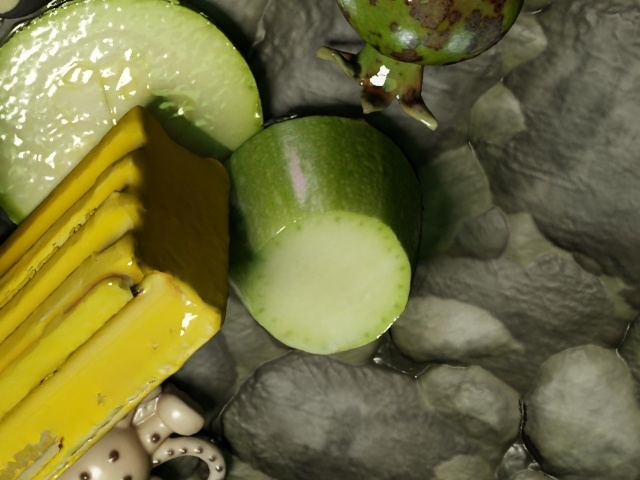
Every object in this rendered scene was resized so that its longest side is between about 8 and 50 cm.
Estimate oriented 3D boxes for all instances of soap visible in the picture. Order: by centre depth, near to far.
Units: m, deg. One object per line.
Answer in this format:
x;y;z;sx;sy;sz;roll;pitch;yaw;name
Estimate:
-0.200;0.077;1.203;0.096;0.204;0.324;36;118;-23;soap

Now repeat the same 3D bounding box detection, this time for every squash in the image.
0.000;0.000;1.244;0.170;0.123;0.170;-2;118;-5;squash
-0.147;-0.082;1.257;0.219;0.041;0.219;-1;112;-2;squash

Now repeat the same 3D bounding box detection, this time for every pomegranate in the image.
0.063;-0.172;1.179;0.148;0.148;0.169;30;106;-13;pomegranate

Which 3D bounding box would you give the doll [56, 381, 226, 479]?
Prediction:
-0.206;0.216;1.343;0.278;0.119;0.154;-41;110;3;doll

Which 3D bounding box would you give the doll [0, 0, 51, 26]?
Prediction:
-0.199;-0.232;1.176;0.089;0.102;0.179;2;117;-45;doll
